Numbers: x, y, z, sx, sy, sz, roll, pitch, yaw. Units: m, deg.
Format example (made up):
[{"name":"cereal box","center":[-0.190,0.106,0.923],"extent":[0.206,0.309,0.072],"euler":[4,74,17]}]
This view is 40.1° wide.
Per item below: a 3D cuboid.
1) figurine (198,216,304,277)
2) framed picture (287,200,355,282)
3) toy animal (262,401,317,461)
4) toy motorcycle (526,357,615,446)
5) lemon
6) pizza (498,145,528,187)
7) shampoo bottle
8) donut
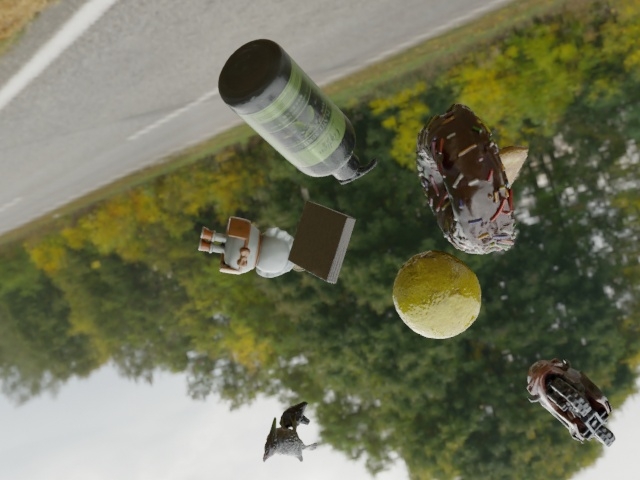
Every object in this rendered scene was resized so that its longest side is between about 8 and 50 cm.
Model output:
[{"name":"figurine","center":[-0.157,0.024,2.108],"extent":[0.271,0.143,0.143],"euler":[18,-171,6]},{"name":"framed picture","center":[0.000,0.000,1.691],"extent":[0.023,0.128,0.168],"euler":[15,-175,-31]},{"name":"toy animal","center":[-0.061,0.355,1.564],"extent":[0.070,0.105,0.202],"euler":[-16,176,18]},{"name":"toy motorcycle","center":[0.380,0.244,1.328],"extent":[0.084,0.212,0.118],"euler":[-47,-133,-2]},{"name":"lemon","center":[0.148,0.070,1.108],"extent":[0.109,0.133,0.109],"euler":[-22,-137,22]},{"name":"pizza","center":[0.408,-0.143,2.141],"extent":[0.200,0.193,0.053],"euler":[-21,-134,-19]},{"name":"shampoo bottle","center":[-0.020,-0.155,1.192],"extent":[0.101,0.101,0.284],"euler":[-14,149,27]},{"name":"donut","center":[0.213,-0.084,1.312],"extent":[0.089,0.235,0.235],"euler":[-19,-176,-6]}]
